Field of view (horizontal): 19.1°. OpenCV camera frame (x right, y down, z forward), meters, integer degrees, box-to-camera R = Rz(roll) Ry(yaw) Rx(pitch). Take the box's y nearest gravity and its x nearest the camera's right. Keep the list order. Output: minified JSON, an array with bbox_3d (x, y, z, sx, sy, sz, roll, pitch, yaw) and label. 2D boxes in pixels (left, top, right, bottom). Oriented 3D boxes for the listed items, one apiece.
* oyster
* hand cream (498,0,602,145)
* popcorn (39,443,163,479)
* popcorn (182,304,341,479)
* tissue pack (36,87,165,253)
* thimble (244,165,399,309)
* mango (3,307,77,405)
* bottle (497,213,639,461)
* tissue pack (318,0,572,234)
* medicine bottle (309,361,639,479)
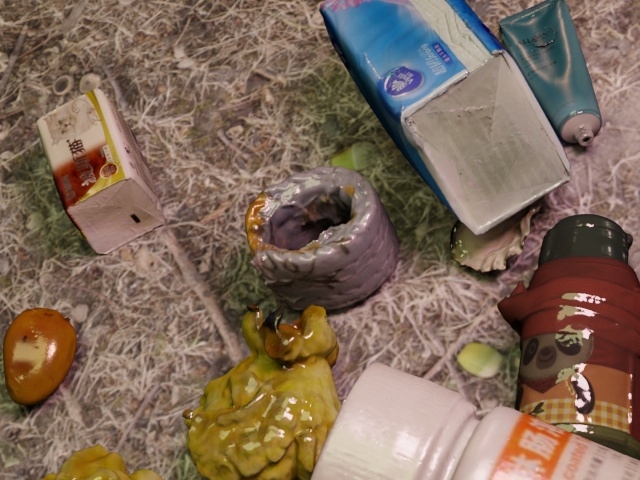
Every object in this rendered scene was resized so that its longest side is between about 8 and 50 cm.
[{"bbox_3d":[0.190,-0.027,2.025,0.122,0.045,0.146,-17,52,11],"label":"oyster"},{"bbox_3d":[0.263,-0.188,2.107,0.083,0.048,0.224,-25,47,9],"label":"hand cream"},{"bbox_3d":[-0.204,0.307,1.860,0.235,0.217,0.181,42,63,4],"label":"popcorn"},{"bbox_3d":[-0.053,0.167,1.944,0.168,0.173,0.195,-15,60,40],"label":"popcorn"},{"bbox_3d":[-0.257,-0.080,2.206,0.099,0.106,0.148,-27,52,5],"label":"tissue pack"},{"bbox_3d":[0.002,0.001,2.039,0.151,0.118,0.127,-12,55,14],"label":"thimble"},{"bbox_3d":[-0.316,0.129,2.123,0.080,0.060,0.114,16,63,13],"label":"mango"},{"bbox_3d":[0.249,0.105,1.856,0.156,0.143,0.271,8,62,-2],"label":"bottle"},{"bbox_3d":[0.128,-0.159,2.009,0.146,0.198,0.263,-33,38,3],"label":"tissue pack"},{"bbox_3d":[0.181,0.262,1.672,0.371,0.211,0.211,22,68,11],"label":"medicine bottle"}]
